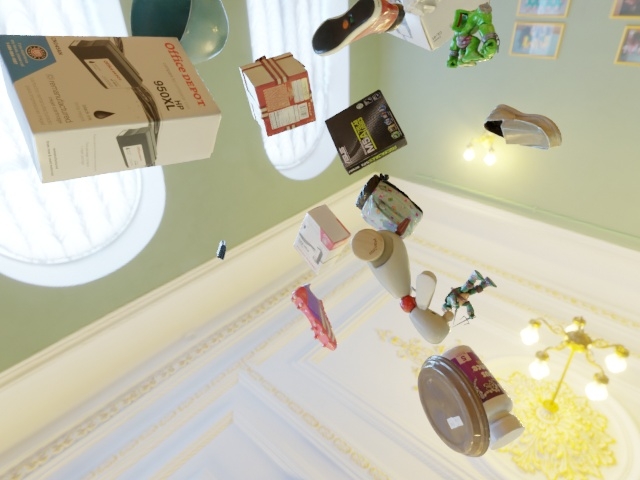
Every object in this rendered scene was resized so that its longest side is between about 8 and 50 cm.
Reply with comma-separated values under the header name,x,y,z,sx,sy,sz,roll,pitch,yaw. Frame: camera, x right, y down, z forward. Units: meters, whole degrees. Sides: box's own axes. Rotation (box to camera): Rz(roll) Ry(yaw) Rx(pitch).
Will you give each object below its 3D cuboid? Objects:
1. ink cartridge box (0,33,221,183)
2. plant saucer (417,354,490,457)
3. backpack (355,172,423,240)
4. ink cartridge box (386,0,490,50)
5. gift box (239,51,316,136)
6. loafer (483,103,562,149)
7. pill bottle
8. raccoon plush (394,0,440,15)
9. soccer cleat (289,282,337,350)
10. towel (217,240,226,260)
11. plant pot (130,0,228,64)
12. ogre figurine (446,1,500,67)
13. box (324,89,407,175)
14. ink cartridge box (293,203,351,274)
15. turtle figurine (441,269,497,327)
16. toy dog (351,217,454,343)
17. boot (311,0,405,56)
name,x,y,z,sx,sy,sz,roll,pitch,yaw
ink cartridge box,-0.477,-0.321,0.992,0.395,0.166,0.285,-19,-111,-35
plant saucer,0.350,0.454,1.161,0.041,0.277,0.278,-13,-146,-21
backpack,0.189,-0.084,1.180,0.182,0.152,0.115,40,-103,6
ink cartridge box,0.333,-0.748,1.327,0.226,0.131,0.306,-39,-139,5
gift box,-0.156,-0.599,1.733,0.277,0.255,0.258,-19,-135,-14
loafer,0.599,-0.327,1.275,0.092,0.102,0.268,-37,-143,0
pill bottle,0.509,0.505,1.378,0.169,0.169,0.301,-14,-135,-18
raccoon plush,0.025,-0.542,0.858,0.216,0.299,0.446,-5,-111,-26
soccer cleat,-0.005,0.262,1.464,0.095,0.083,0.248,-32,-99,-33
towel,-0.403,0.038,1.741,0.029,0.067,0.119,16,-175,-15
plant pot,-0.386,-0.638,1.239,0.290,0.290,0.195,23,-165,34
ogre figurine,0.354,-0.478,0.995,0.097,0.118,0.197,1,-165,10
box,0.124,-0.305,1.194,0.184,0.045,0.190,-25,-116,12
ink cartridge box,0.000,0.000,1.548,0.092,0.217,0.158,-27,-112,-32
turtle figurine,0.516,0.215,1.539,0.175,0.234,0.118,14,-148,-46
toy dog,0.229,0.078,1.068,0.161,0.333,0.220,-40,-175,10
boot,0.106,-0.575,1.165,0.244,0.088,0.176,-12,-174,44
